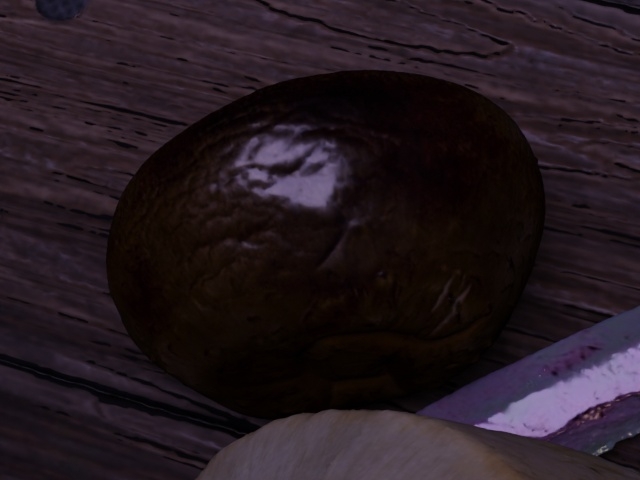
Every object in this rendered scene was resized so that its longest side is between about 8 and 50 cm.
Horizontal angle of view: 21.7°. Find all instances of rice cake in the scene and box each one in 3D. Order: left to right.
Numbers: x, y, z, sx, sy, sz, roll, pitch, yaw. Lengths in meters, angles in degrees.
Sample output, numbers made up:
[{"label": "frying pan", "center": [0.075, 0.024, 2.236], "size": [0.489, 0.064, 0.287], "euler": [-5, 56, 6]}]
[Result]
[{"label": "rice cake", "center": [0.134, 0.093, 0.870], "size": [0.290, 0.051, 0.081], "euler": [-25, 67, 3]}]

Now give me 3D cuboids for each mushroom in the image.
[{"label": "mushroom", "center": [0.004, 0.013, 0.852], "size": [0.231, 0.194, 0.138], "euler": [-26, 66, 14]}]

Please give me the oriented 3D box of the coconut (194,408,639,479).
[{"label": "coconut", "center": [0.043, 0.211, 0.695], "size": [0.329, 0.329, 0.328], "euler": [-4, 70, 11]}]
